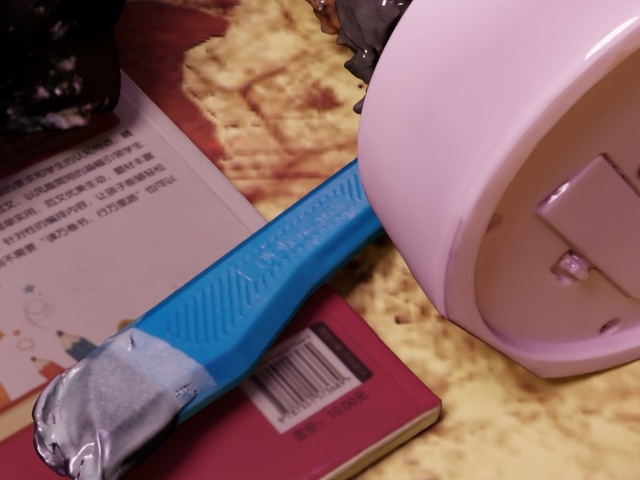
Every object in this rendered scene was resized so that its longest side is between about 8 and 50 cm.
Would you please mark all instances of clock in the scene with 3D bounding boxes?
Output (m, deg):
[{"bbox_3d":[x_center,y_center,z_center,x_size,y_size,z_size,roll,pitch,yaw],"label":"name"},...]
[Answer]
[{"bbox_3d":[0.114,-0.041,0.446,0.197,0.197,0.068,-19,53,-15],"label":"clock"}]

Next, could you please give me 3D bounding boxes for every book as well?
[{"bbox_3d":[-0.089,0.026,0.500,0.162,0.022,0.232,-29,56,-27],"label":"book"}]

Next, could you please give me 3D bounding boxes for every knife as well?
[{"bbox_3d":[0.000,0.002,0.500,0.044,0.026,0.296,29,46,26],"label":"knife"}]

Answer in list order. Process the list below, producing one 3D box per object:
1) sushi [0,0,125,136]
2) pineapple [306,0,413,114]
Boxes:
[{"bbox_3d":[-0.169,-0.151,0.532,0.212,0.215,0.227,-3,19,-18],"label":"sushi"},{"bbox_3d":[0.041,-0.106,0.550,0.108,0.108,0.198,-8,45,-7],"label":"pineapple"}]
